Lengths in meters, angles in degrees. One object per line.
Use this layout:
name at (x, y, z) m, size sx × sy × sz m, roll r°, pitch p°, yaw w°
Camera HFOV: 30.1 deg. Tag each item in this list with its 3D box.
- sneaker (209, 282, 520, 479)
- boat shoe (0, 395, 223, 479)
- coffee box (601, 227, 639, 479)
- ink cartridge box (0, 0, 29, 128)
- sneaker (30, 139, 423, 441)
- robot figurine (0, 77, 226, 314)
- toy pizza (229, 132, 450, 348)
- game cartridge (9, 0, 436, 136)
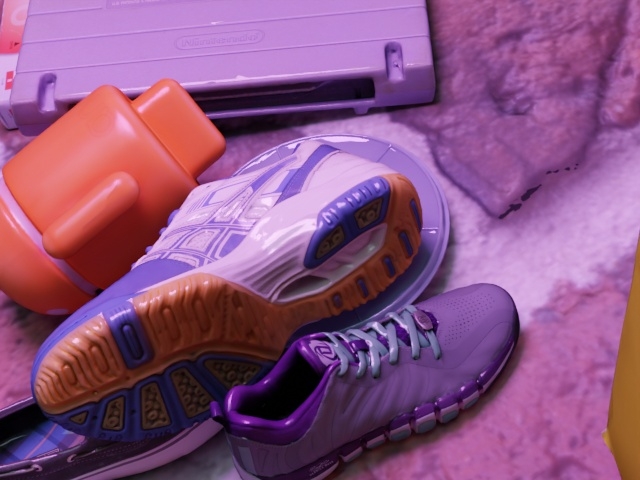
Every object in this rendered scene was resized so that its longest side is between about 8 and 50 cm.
sneaker at (0.036, 0.085, 0.788) m, size 0.223 × 0.098 × 0.083 m, roll -33°, pitch 51°, yaw -10°
boat shoe at (-0.158, 0.119, 0.833) m, size 0.228 × 0.076 × 0.080 m, roll -22°, pitch 50°, yaw -1°
coffee box at (0.344, 0.105, 0.509) m, size 0.334 × 0.338 × 0.338 m, roll -13°, pitch 51°, yaw -3°
ink cartridge box at (-0.211, -0.184, 1.107) m, size 0.179 × 0.045 × 0.145 m, roll -13°, pitch 51°, yaw 9°
sneaker at (-0.074, 0.028, 0.823) m, size 0.296 × 0.112 × 0.131 m, roll -28°, pitch 39°, yaw -24°
robot figurine at (-0.176, -0.031, 0.914) m, size 0.219 × 0.128 × 0.158 m, roll -40°, pitch 51°, yaw -1°
toy pizza at (0.000, 0.000, 0.909) m, size 0.201 × 0.032 × 0.201 m, roll -8°, pitch 53°, yaw 10°
game cartridge at (-0.083, -0.199, 1.056) m, size 0.355 × 0.068 × 0.230 m, roll -4°, pitch 47°, yaw 4°
